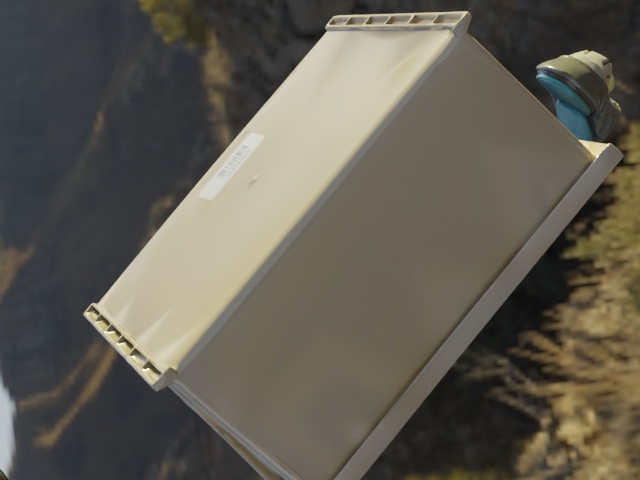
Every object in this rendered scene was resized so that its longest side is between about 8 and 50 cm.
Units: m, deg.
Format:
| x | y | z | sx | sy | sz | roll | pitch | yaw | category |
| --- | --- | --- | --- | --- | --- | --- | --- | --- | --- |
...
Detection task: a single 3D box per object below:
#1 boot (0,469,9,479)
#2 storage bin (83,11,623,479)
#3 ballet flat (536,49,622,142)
| x | y | z | sx | sy | sz | roll | pitch | yaw | category |
| --- | --- | --- | --- | --- | --- | --- | --- | --- | --- |
| -0.246 | 0.164 | 0.925 | 0.246 | 0.083 | 0.161 | 80 | 180 | -52 | boot |
| 0.000 | 0.000 | 0.913 | 0.123 | 0.262 | 0.260 | 41 | 174 | -18 | storage bin |
| 0.257 | -0.152 | 1.481 | 0.072 | 0.068 | 0.213 | 35 | 179 | 18 | ballet flat |
